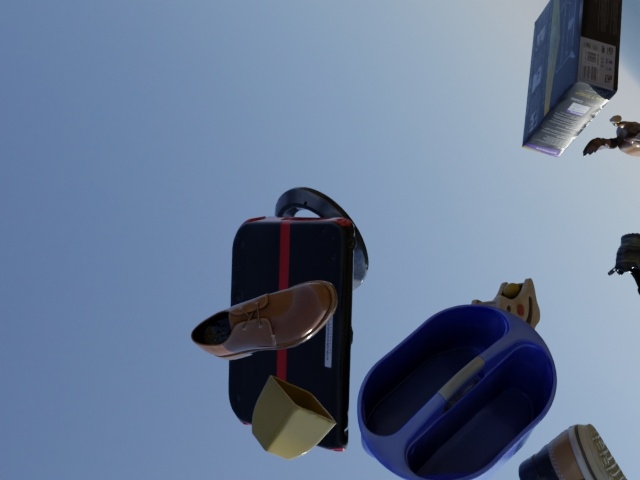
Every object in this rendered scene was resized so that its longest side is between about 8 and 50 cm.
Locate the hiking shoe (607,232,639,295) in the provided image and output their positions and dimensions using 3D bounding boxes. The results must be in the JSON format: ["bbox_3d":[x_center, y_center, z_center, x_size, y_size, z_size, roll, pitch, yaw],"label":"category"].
[{"bbox_3d":[0.686,0.079,2.199,0.227,0.114,0.086,27,170,4],"label":"hiking shoe"}]

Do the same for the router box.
[{"bbox_3d":[0.467,-0.346,2.044,0.081,0.243,0.309,15,-116,-8],"label":"router box"}]

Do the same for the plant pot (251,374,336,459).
[{"bbox_3d":[-0.046,0.247,1.493,0.081,0.083,0.081,31,-173,-37],"label":"plant pot"}]

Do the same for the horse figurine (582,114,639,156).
[{"bbox_3d":[0.582,-0.177,1.885,0.174,0.263,0.066,25,-118,-75],"label":"horse figurine"}]

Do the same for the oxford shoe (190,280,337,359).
[{"bbox_3d":[-0.075,0.105,1.431,0.076,0.212,0.076,24,-132,-56],"label":"oxford shoe"}]

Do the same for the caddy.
[{"bbox_3d":[0.212,0.252,1.730,0.241,0.341,0.179,41,154,24],"label":"caddy"}]

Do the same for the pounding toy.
[{"bbox_3d":[0.389,0.183,2.538,0.269,0.154,0.154,-50,-59,-48],"label":"pounding toy"}]

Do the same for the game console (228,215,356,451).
[{"bbox_3d":[-0.050,0.152,1.926,0.060,0.387,0.342,0,-179,-38],"label":"game console"}]

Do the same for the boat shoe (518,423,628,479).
[{"bbox_3d":[0.489,0.516,1.902,0.500,0.156,0.187,56,-162,-29],"label":"boat shoe"}]

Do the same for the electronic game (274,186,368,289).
[{"bbox_3d":[0.000,0.000,2.101,0.048,0.229,0.229,-37,-96,-34],"label":"electronic game"}]
